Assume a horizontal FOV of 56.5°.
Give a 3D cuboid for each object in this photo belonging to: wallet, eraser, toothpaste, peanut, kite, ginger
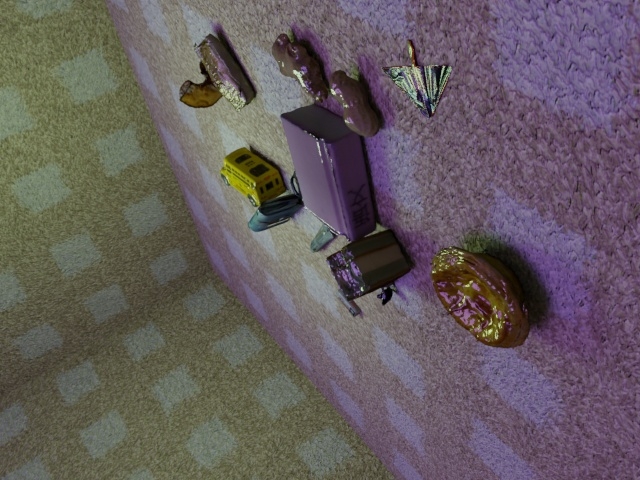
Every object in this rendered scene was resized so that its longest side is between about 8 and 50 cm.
[{"bbox_3d":[-0.182,-0.109,2.334,0.075,0.176,0.250,70,161,7],"label":"wallet"},{"bbox_3d":[0.028,-0.205,1.782,0.272,0.122,0.359,40,152,46],"label":"eraser"},{"bbox_3d":[0.000,0.000,2.267,0.067,0.037,0.255,60,158,10],"label":"toothpaste"},{"bbox_3d":[0.085,-0.341,1.494,0.187,0.082,0.082,63,160,-16],"label":"peanut"},{"bbox_3d":[0.110,0.248,2.386,0.122,0.029,0.052,50,159,22],"label":"eraser"},{"bbox_3d":[0.206,-0.347,1.301,0.241,0.014,0.183,31,146,54],"label":"kite"},{"bbox_3d":[-0.055,-0.476,1.637,0.213,0.074,0.137,52,169,27],"label":"ginger"}]

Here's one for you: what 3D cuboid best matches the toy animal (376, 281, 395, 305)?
[{"bbox_3d":[0.208,0.133,1.932,0.105,0.070,0.202,50,156,20],"label":"toy animal"}]

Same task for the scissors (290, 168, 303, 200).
[{"bbox_3d":[-0.083,-0.257,2.106,0.109,0.022,0.300,38,152,35],"label":"scissors"}]

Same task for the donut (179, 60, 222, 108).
[{"bbox_3d":[-0.428,-0.589,2.219,0.141,0.217,0.085,34,-165,-40],"label":"donut"}]

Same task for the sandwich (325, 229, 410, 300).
[{"bbox_3d":[0.117,0.088,1.808,0.155,0.198,0.227,64,150,9],"label":"sandwich"}]

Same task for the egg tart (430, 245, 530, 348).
[{"bbox_3d":[0.390,0.122,1.417,0.295,0.116,0.295,46,155,29],"label":"egg tart"}]

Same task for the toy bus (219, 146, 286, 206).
[{"bbox_3d":[-0.287,-0.268,2.391,0.330,0.144,0.152,37,152,42],"label":"toy bus"}]

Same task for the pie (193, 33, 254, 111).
[{"bbox_3d":[-0.339,-0.594,2.097,0.128,0.068,0.282,-29,101,45],"label":"pie"}]
